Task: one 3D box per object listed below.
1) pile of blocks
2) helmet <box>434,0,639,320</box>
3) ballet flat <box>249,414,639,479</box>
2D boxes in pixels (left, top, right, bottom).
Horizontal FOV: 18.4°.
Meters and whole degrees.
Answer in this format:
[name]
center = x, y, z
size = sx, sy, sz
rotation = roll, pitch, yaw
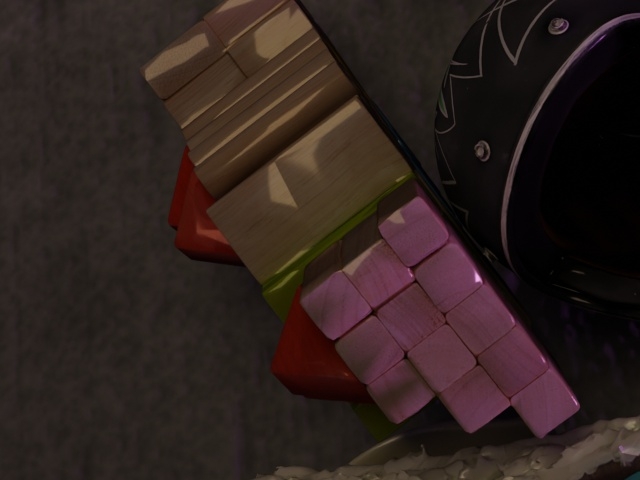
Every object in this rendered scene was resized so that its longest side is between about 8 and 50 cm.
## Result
[pile of blocks]
center = 0.000, 0.000, 0.908
size = 0.113, 0.149, 0.362
rotation = -37, 31, 6
[helmet]
center = 0.132, -0.048, 0.861
size = 0.161, 0.169, 0.169
rotation = 18, 74, 9
[ballet flat]
center = 0.119, 0.112, 0.826
size = 0.409, 0.147, 0.147
rotation = -12, 63, 18
